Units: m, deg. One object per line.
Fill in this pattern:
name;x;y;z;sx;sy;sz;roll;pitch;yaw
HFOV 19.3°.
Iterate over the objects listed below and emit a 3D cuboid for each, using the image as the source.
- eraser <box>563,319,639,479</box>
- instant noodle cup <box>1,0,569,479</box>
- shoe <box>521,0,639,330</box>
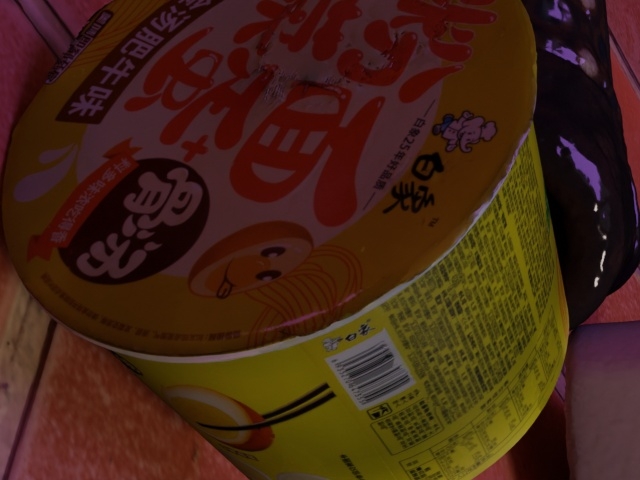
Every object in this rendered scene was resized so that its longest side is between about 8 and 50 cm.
eraser;0.309;0.254;1.641;0.331;0.149;0.331;-2;90;-72
instant noodle cup;0.000;0.000;1.068;0.221;0.311;0.311;62;24;-46
shoe;0.166;-0.111;1.605;0.237;0.171;0.384;-31;110;-70
